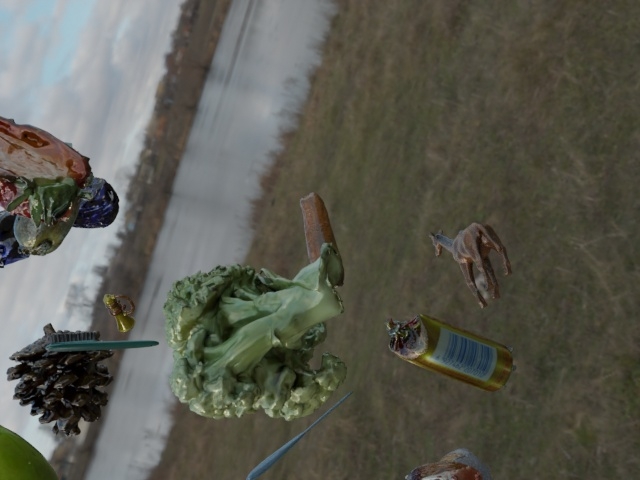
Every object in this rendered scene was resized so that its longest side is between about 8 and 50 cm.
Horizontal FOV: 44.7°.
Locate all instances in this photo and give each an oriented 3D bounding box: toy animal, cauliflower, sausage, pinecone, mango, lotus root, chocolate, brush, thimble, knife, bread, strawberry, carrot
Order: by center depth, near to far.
[{"bbox_3d":[-0.365,-0.078,0.945,0.140,0.192,0.085,-86,16,-56],"label":"strawberry"},{"bbox_3d":[-0.078,0.150,1.130,0.327,0.281,0.260,-38,-65,-50],"label":"cauliflower"},{"bbox_3d":[-0.415,-0.049,1.201,0.165,0.088,0.088,-61,10,-5],"label":"lotus root"},{"bbox_3d":[-0.515,0.427,1.290,0.156,0.192,0.343,-56,-28,-32],"label":"mango"},{"bbox_3d":[-0.385,0.177,1.380,0.043,0.194,0.032,127,138,-63],"label":"brush"},{"bbox_3d":[0.000,0.000,1.414,0.060,0.060,0.186,129,129,-64],"label":"carrot"},{"bbox_3d":[0.277,0.026,1.483,0.224,0.066,0.229,95,157,-54],"label":"toy animal"},{"bbox_3d":[0.249,0.504,1.554,0.160,0.161,0.073,118,164,-47],"label":"bread"},{"bbox_3d":[-0.033,0.387,1.557,0.313,0.019,0.044,-33,-16,-35],"label":"knife"},{"bbox_3d":[-0.586,-0.047,1.634,0.343,0.126,0.148,-31,-35,-50],"label":"chocolate"},{"bbox_3d":[0.268,0.238,1.721,0.125,0.318,0.117,-43,32,46],"label":"sausage"},{"bbox_3d":[-0.598,0.321,1.832,0.243,0.244,0.257,-95,-20,-64],"label":"pinecone"},{"bbox_3d":[0.357,0.620,1.981,0.127,0.151,0.118,-43,-10,37],"label":"thimble"}]

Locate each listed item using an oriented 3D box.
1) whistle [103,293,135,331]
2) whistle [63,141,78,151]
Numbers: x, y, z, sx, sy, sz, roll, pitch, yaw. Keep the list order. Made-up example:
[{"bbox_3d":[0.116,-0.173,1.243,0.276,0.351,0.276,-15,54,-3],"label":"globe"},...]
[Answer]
[{"bbox_3d":[-0.459,0.163,1.787,0.046,0.057,0.109,-59,-30,-36],"label":"whistle"},{"bbox_3d":[-0.693,-0.234,1.933,0.039,0.186,0.039,9,-90,-77],"label":"whistle"}]
